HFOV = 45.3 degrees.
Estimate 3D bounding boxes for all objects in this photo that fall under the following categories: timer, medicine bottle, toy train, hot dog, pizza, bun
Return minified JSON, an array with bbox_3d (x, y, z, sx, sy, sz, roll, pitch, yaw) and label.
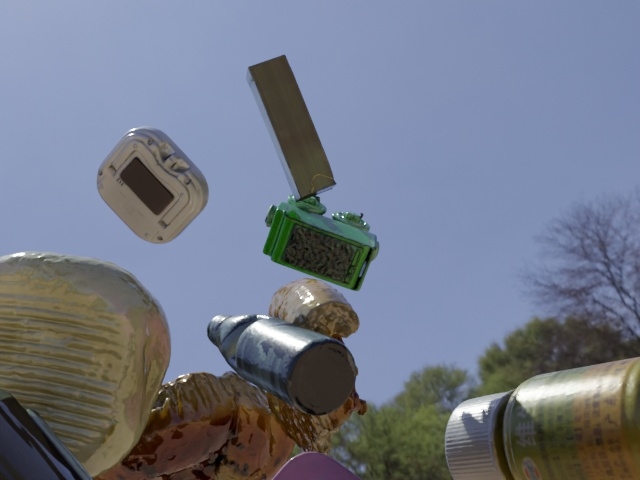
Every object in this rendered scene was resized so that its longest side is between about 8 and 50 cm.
[{"bbox_3d":[-0.412,-0.131,1.853,0.237,0.262,0.087,-43,1,28],"label":"timer"},{"bbox_3d":[0.401,0.321,1.224,0.224,0.224,0.384,10,-23,-37],"label":"medicine bottle"},{"bbox_3d":[0.000,0.000,1.541,0.243,0.188,0.132,20,-72,-1],"label":"toy train"},{"bbox_3d":[-0.232,0.391,1.334,0.367,0.196,0.365,14,-60,-46],"label":"hot dog"},{"bbox_3d":[-0.010,0.142,0.811,0.074,0.182,0.365,-16,-25,-15],"label":"pizza"},{"bbox_3d":[-0.397,0.188,1.153,0.361,0.360,0.213,-17,-9,-2],"label":"bun"}]

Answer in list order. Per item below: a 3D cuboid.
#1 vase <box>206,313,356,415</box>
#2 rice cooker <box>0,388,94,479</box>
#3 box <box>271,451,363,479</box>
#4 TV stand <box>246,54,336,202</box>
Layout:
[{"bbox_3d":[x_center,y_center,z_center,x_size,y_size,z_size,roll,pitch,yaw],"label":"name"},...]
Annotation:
[{"bbox_3d":[-0.046,0.092,0.645,0.060,0.059,0.211,1,4,-28],"label":"vase"},{"bbox_3d":[-0.379,0.353,0.810,0.335,0.325,0.335,-40,-2,-2],"label":"rice cooker"},{"bbox_3d":[0.028,0.315,0.606,0.112,0.190,0.369,-43,-25,-28],"label":"box"},{"bbox_3d":[-0.057,-0.214,1.491,0.083,0.269,0.088,-21,0,-10],"label":"TV stand"}]
